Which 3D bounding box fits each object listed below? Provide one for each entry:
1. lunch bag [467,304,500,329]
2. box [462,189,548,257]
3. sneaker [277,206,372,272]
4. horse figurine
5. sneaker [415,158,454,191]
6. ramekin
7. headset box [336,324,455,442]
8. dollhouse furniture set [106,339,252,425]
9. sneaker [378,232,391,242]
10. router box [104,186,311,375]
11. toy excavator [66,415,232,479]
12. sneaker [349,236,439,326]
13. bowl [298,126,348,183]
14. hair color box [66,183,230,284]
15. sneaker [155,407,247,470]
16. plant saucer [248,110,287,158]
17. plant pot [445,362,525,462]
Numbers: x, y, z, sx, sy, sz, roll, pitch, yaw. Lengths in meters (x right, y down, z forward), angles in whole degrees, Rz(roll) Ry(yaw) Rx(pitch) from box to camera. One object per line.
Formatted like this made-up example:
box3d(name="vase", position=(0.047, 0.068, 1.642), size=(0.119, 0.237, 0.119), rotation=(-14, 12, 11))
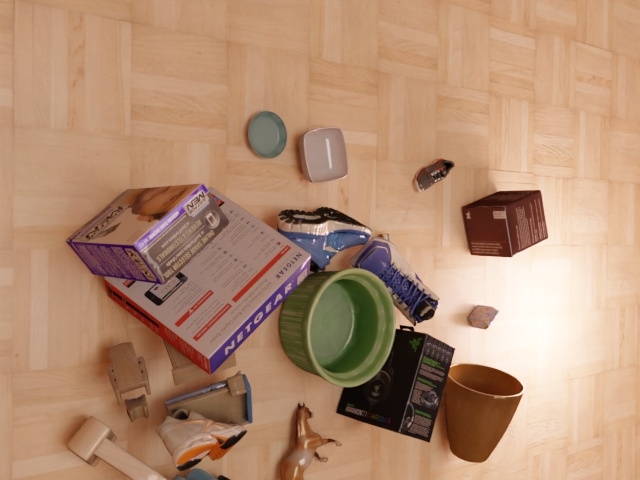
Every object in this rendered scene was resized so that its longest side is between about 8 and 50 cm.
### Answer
box3d(name="lunch bag", position=(0.523, 0.247, 2.406), size=(0.071, 0.083, 0.053), rotation=(-49, 119, -28))
box3d(name="box", position=(0.587, -0.056, 2.393), size=(0.203, 0.169, 0.166), rotation=(-22, 106, -37))
box3d(name="sneaker", position=(0.000, 0.000, 1.960), size=(0.330, 0.130, 0.147), rotation=(-2, 116, -46))
box3d(name="horse figurine", position=(-0.044, 0.579, 1.963), size=(0.174, 0.066, 0.263), rotation=(47, 61, -37))
box3d(name="sneaker", position=(0.344, -0.201, 2.255), size=(0.158, 0.065, 0.061), rotation=(-43, 117, -30))
box3d(name="ramekin", position=(0.039, 0.219, 1.964), size=(0.304, 0.148, 0.303), rotation=(-1, 92, -40))
box3d(name="headset box", position=(0.206, 0.370, 2.042), size=(0.131, 0.246, 0.282), rotation=(29, 74, -37))
box3d(name="dollhouse furniture set", position=(-0.325, 0.316, 1.724), size=(0.287, 0.198, 0.303), rotation=(-16, 135, -17))
box3d(name="sneaker", position=(0.191, 0.020, 2.158), size=(0.037, 0.032, 0.083), rotation=(-13, 100, -38))
box3d(name="router box", position=(-0.241, 0.077, 1.646), size=(0.335, 0.301, 0.082), rotation=(-45, 159, -29))
box3d(name="toy excavator", position=(-0.293, 0.570, 1.632), size=(0.222, 0.433, 0.445), rotation=(-53, 150, -25))
box3d(name="sneaker", position=(0.234, 0.127, 2.065), size=(0.127, 0.182, 0.315), rotation=(-47, 129, 1))
box3d(name="bowl", position=(0.001, -0.224, 1.980), size=(0.142, 0.053, 0.142), rotation=(-16, 102, -38))
box3d(name="hair color box", position=(-0.353, -0.017, 1.510), size=(0.185, 0.339, 0.110), rotation=(-47, 119, -28))
box3d(name="sneaker", position=(-0.256, 0.411, 1.643), size=(0.099, 0.121, 0.262), rotation=(-47, 159, 8))
box3d(name="plant saucer", position=(-0.136, -0.263, 1.886), size=(0.119, 0.021, 0.119), rotation=(-1, 91, -39))
box3d(name="plant pot", position=(0.481, 0.539, 2.309), size=(0.237, 0.237, 0.254), rotation=(-3, 107, -39))
